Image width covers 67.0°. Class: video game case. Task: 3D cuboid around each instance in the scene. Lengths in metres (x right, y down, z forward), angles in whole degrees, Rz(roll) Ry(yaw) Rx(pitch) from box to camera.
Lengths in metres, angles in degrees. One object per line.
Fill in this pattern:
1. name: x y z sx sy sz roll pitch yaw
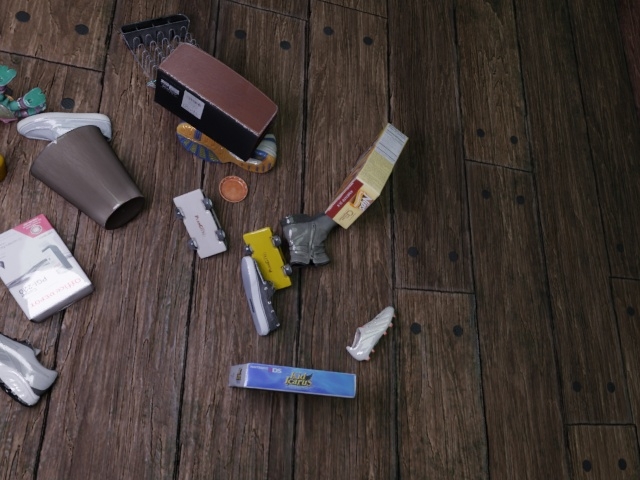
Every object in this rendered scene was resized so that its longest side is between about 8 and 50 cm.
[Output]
1. video game case: -0.080 0.357 1.231 0.270 0.244 0.061 11 70 -17

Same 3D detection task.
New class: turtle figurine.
1. turtle figurine: -0.797 -0.356 1.231 0.175 0.234 0.118 20 73 -43

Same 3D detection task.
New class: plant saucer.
1. plant saucer: -0.260 -0.152 1.443 0.084 0.013 0.083 5 74 -19

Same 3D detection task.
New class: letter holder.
1. letter holder: -0.261 -0.405 1.328 0.302 0.152 0.214 34 63 -8

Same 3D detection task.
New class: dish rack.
1. dish rack: -0.440 -0.546 1.434 0.208 0.074 0.271 -26 68 -24

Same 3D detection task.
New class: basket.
1. basket: -0.575 -0.151 1.242 0.227 0.154 0.204 45 72 3

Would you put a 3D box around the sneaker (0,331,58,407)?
1. sneaker: -0.731 0.259 1.121 0.271 0.100 0.108 47 51 -5

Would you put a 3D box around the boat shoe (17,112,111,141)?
1. boat shoe: -0.680 -0.290 1.299 0.228 0.079 0.081 -10 74 -25

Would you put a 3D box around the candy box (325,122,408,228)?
1. candy box: 0.143 -0.199 1.458 0.088 0.183 0.316 36 47 -7

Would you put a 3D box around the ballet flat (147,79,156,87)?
1. ballet flat: -0.461 -0.474 1.454 0.114 0.041 0.041 -31 86 -24

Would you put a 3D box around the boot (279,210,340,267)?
1. boot: 0.000 0.000 1.438 0.247 0.083 0.161 -9 75 -32

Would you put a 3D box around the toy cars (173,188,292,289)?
1. toy cars: -0.237 -0.004 1.363 0.394 0.087 0.176 29 107 -10

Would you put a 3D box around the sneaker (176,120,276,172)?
1. sneaker: -0.275 -0.301 1.447 0.297 0.112 0.130 18 53 -16

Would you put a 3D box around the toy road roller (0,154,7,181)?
1. toy road roller: -0.908 -0.184 1.127 0.241 0.203 0.329 40 64 -16

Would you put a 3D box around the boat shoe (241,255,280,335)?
1. boat shoe: -0.158 0.148 1.333 0.076 0.080 0.228 -17 98 -25

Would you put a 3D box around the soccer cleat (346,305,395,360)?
1. soccer cleat: 0.153 0.267 1.440 0.076 0.068 0.196 38 69 -2

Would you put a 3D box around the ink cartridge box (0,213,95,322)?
1. ink cartridge box: -0.687 0.070 1.185 0.159 0.092 0.217 -35 90 -24
